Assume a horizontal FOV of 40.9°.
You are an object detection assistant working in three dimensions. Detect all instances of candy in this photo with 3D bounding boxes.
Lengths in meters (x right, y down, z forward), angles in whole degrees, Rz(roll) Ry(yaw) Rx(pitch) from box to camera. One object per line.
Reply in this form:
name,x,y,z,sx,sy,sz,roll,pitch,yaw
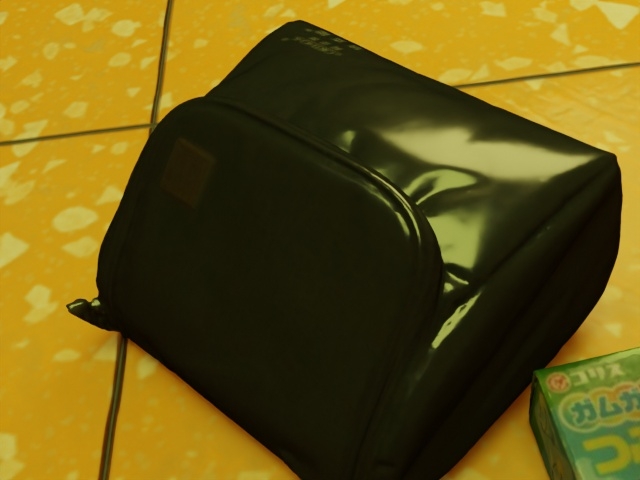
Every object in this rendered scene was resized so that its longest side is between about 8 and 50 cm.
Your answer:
candy,0.191,0.154,0.471,0.097,0.062,0.194,-13,48,-1

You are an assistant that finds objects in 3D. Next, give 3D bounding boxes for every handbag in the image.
handbag,0.000,-0.003,0.561,0.302,0.178,0.275,33,62,31
